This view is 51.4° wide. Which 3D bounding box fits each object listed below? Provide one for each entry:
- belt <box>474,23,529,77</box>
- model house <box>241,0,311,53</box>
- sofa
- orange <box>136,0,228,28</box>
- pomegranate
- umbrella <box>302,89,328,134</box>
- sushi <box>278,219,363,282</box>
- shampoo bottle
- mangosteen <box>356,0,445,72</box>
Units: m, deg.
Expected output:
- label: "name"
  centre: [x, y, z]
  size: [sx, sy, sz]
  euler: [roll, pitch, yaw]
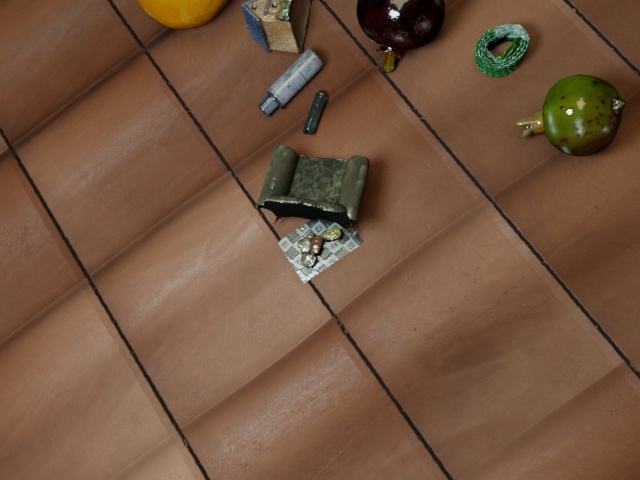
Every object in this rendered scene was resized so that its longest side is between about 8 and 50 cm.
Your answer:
- label: "belt"
  centre: [0.479, -0.506, 1.748]
  size: [0.151, 0.079, 0.121]
  euler: [-32, 73, 1]
- label: "model house"
  centre: [-0.130, -0.642, 1.857]
  size: [0.172, 0.166, 0.183]
  euler: [7, 67, 16]
- label: "sofa"
  centre: [-0.012, -0.143, 1.689]
  size: [0.258, 0.182, 0.200]
  euler: [10, 69, 15]
- label: "orange"
  centre: [-0.389, -0.752, 1.858]
  size: [0.311, 0.312, 0.312]
  euler: [-2, 77, 10]
- label: "pomegranate"
  centre: [0.605, -0.298, 1.621]
  size: [0.245, 0.198, 0.198]
  euler: [-11, 76, 12]
- label: "umbrella"
  centre: [-0.013, -0.351, 1.831]
  size: [0.036, 0.031, 0.133]
  euler: [21, 81, -12]
- label: "sushi"
  centre: [0.000, 0.000, 1.748]
  size: [0.201, 0.031, 0.139]
  euler: [-35, 73, 1]
- label: "shampoo bottle"
  centre: [-0.086, -0.433, 1.844]
  size: [0.214, 0.072, 0.072]
  euler: [-46, 74, -2]
- label: "mangosteen"
  centre: [0.203, -0.571, 1.759]
  size: [0.235, 0.235, 0.262]
  euler: [18, 115, 14]
